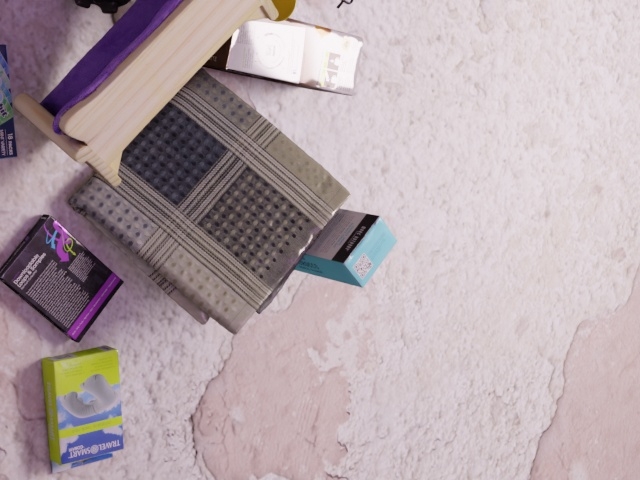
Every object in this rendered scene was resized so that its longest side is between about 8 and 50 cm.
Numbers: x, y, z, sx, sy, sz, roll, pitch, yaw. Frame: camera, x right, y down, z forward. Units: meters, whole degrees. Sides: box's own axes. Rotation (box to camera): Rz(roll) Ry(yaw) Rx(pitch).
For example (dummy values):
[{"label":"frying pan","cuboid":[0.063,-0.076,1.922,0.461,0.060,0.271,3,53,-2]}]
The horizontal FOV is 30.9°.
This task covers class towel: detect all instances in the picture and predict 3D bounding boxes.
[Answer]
[{"label":"towel","cuboid":[-0.159,-0.057,1.751,0.324,0.056,0.312,40,67,-2]}]

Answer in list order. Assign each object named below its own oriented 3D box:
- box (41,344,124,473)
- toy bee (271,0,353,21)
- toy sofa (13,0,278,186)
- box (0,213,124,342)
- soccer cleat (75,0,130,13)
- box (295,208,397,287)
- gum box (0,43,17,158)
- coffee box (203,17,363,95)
[{"label":"box","cuboid":[-0.352,0.254,1.723,0.109,0.042,0.178,-9,101,-37]},{"label":"toy bee","cuboid":[-0.047,-0.409,1.713,0.298,0.162,0.195,79,23,-67]},{"label":"toy sofa","cuboid":[-0.244,-0.269,1.581,0.362,0.150,0.177,-48,152,-5]},{"label":"box","cuboid":[-0.378,0.055,1.684,0.162,0.029,0.116,49,66,-34]},{"label":"soccer cleat","cuboid":[-0.385,-0.408,1.594,0.289,0.093,0.121,16,56,-34]},{"label":"box","cuboid":[0.000,0.000,1.836,0.100,0.244,0.060,-52,127,-20]},{"label":"gum box","cuboid":[-0.504,-0.179,1.542,0.184,0.041,0.156,-11,102,-38]},{"label":"coffee box","cuboid":[-0.075,-0.298,1.802,0.247,0.141,0.098,6,97,-40]}]
